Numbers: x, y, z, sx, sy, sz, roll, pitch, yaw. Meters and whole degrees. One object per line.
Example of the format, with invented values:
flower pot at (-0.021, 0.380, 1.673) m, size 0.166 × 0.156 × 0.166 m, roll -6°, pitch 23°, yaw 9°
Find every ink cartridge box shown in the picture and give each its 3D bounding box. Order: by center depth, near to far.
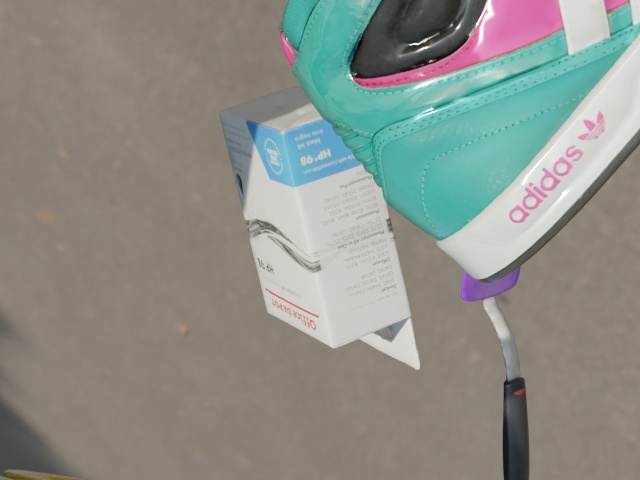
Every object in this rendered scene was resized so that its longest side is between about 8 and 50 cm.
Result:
ink cartridge box at (0.000, 0.000, 1.162) m, size 0.104 × 0.060 × 0.180 m, roll 23°, pitch 130°, yaw 62°

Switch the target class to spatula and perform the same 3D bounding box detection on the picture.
spatula at (0.176, 0.110, 1.746) m, size 0.030 × 0.084 × 0.296 m, roll 4°, pitch 104°, yaw 50°

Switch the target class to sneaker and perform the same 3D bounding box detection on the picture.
sneaker at (0.085, -0.150, 0.671) m, size 0.178 × 0.295 × 0.124 m, roll 37°, pitch -175°, yaw -7°

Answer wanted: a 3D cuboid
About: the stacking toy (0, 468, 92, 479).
stacking toy at (-0.252, 0.182, 1.026) m, size 0.309 × 0.130 × 0.279 m, roll 7°, pitch 173°, yaw 25°
